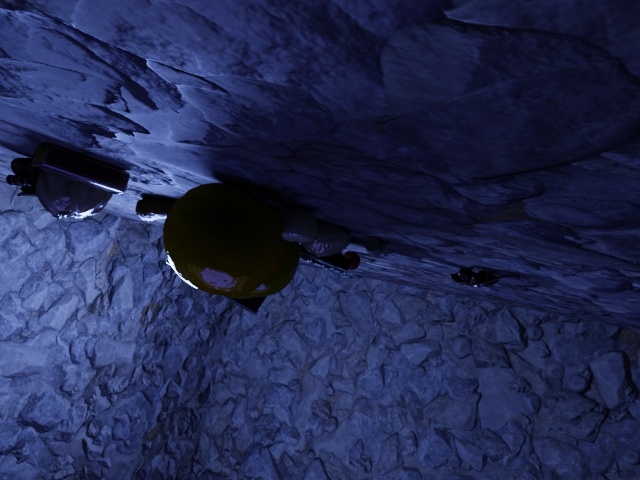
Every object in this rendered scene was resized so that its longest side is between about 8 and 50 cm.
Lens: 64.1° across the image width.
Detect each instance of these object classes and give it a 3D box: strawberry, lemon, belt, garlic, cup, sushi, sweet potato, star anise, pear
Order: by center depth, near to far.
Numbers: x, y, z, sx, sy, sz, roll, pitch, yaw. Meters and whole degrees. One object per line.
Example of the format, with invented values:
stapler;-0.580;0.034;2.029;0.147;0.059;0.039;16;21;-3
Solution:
lemon;-0.239;-0.004;1.275;0.298;0.296;0.297;13;174;1
pear;-0.198;0.033;1.540;0.295;0.293;0.294;13;174;1
garlic;-0.771;-0.145;1.599;0.228;0.152;0.228;-7;160;-3
cup;0.180;0.022;1.653;0.075;0.054;0.083;12;172;16
belt;-0.887;-0.190;1.740;0.094;0.126;0.359;4;177;16
star anise;0.552;0.129;1.777;0.178;0.073;0.234;5;168;-8
sushi;-0.004;0.052;1.909;0.320;0.068;0.339;23;172;-3
sweet potato;-0.642;-0.117;1.952;0.114;0.092;0.342;-4;-172;-43
strawberry;0.131;0.084;2.241;0.083;0.083;0.096;9;166;32

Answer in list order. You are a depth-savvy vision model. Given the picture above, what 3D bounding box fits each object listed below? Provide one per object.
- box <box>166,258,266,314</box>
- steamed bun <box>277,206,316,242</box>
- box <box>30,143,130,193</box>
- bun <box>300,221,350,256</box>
box;-0.319;0.062;1.794;0.345;0.251;0.204;33;171;-12
steamed bun;-0.070;-0.046;1.385;0.113;0.090;0.130;11;172;-21
box;-0.653;-0.194;1.398;0.120;0.068;0.224;7;170;44
bun;0.000;0.000;1.614;0.184;0.102;0.183;16;174;2
